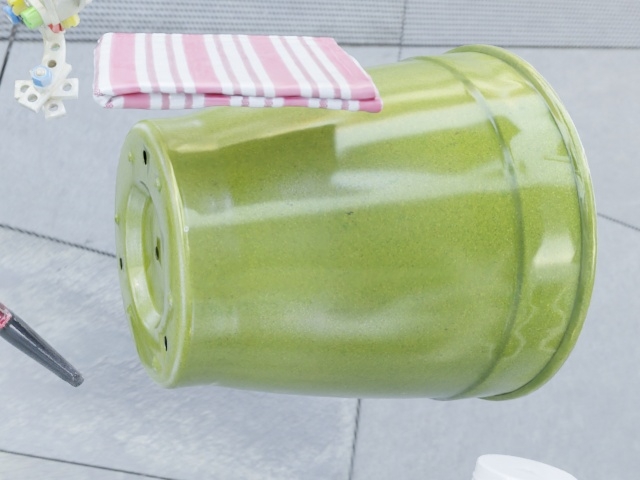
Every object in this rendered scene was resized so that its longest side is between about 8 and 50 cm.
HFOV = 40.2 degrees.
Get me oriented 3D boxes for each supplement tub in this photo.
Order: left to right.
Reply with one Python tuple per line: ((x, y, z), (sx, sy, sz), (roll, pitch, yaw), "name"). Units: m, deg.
((0.127, 0.203, 0.576), (0.071, 0.071, 0.107), (10, 92, -27), "supplement tub")

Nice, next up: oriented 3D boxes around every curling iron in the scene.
((-0.342, 0.071, 0.940), (0.068, 0.035, 0.274), (-31, 121, 1), "curling iron")

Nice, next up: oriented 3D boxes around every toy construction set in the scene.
((-0.426, -0.350, 1.365), (0.151, 0.327, 0.215), (-32, 71, -32), "toy construction set")

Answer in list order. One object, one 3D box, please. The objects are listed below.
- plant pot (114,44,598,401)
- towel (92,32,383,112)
((0.000, 0.000, 0.836), (0.353, 0.366, 0.366), (-6, 79, -25), "plant pot")
((-0.065, -0.120, 0.636), (0.197, 0.144, 0.029), (-1, 116, -11), "towel")
